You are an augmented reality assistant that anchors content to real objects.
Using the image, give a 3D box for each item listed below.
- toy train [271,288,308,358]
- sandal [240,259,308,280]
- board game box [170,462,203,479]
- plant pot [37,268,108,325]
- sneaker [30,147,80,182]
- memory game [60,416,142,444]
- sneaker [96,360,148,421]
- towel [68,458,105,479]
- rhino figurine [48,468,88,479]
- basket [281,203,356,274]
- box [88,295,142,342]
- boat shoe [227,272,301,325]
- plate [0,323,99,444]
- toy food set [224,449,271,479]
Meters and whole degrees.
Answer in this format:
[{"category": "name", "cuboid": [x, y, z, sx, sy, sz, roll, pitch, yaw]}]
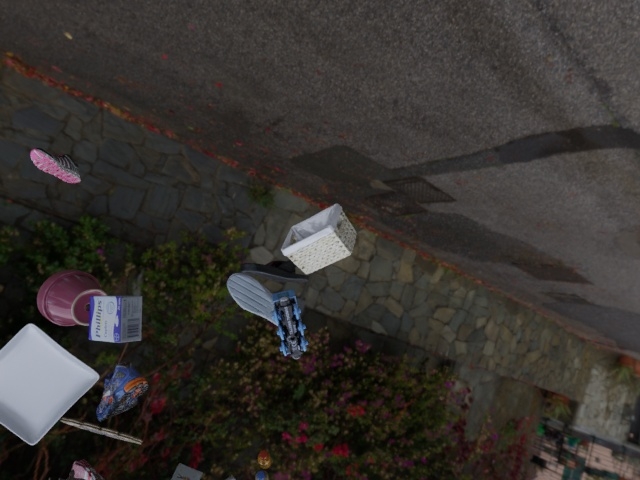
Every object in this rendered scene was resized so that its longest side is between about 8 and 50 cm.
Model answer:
[{"category": "toy train", "cuboid": [-0.083, 0.227, 1.138, 0.080, 0.184, 0.105, -13, -162, -4]}, {"category": "sandal", "cuboid": [-0.194, 0.133, 1.992, 0.168, 0.106, 0.446, -4, 166, 30]}, {"category": "board game box", "cuboid": [-0.529, 0.963, 1.447, 0.098, 0.303, 0.224, 26, -152, -4]}, {"category": "plant pot", "cuboid": [-0.846, 0.213, 1.471, 0.180, 0.201, 0.201, 10, 165, 35]}, {"category": "sneaker", "cuboid": [-0.838, -0.251, 1.332, 0.063, 0.074, 0.170, -18, 153, 13]}, {"category": "memory game", "cuboid": [-0.498, 0.435, 0.958, 0.186, 0.012, 0.186, 11, 148, 7]}, {"category": "sneaker", "cuboid": [-0.486, 0.362, 1.016, 0.083, 0.221, 0.087, -5, -124, -53]}, {"category": "towel", "cuboid": [-0.669, 0.821, 1.202, 0.329, 0.236, 0.037, 12, 166, 35]}, {"category": "rhino figurine", "cuboid": [-0.628, 0.697, 1.119, 0.243, 0.106, 0.073, 26, -173, 11]}, {"category": "basket", "cuboid": [0.000, 0.000, 1.091, 0.167, 0.113, 0.103, -25, 117, 30]}, {"category": "box", "cuboid": [-0.573, 0.217, 1.173, 0.137, 0.126, 0.072, -4, 173, 28]}, {"category": "boat shoe", "cuboid": [-0.205, 0.225, 1.508, 0.302, 0.109, 0.094, 37, 173, 1]}, {"category": "plate", "cuboid": [-0.900, 0.445, 1.317, 0.278, 0.277, 0.045, 45, 168, -12]}, {"category": "toy food set", "cuboid": [-0.233, 0.738, 1.246, 0.111, 0.232, 0.104, 46, 151, 31]}]
